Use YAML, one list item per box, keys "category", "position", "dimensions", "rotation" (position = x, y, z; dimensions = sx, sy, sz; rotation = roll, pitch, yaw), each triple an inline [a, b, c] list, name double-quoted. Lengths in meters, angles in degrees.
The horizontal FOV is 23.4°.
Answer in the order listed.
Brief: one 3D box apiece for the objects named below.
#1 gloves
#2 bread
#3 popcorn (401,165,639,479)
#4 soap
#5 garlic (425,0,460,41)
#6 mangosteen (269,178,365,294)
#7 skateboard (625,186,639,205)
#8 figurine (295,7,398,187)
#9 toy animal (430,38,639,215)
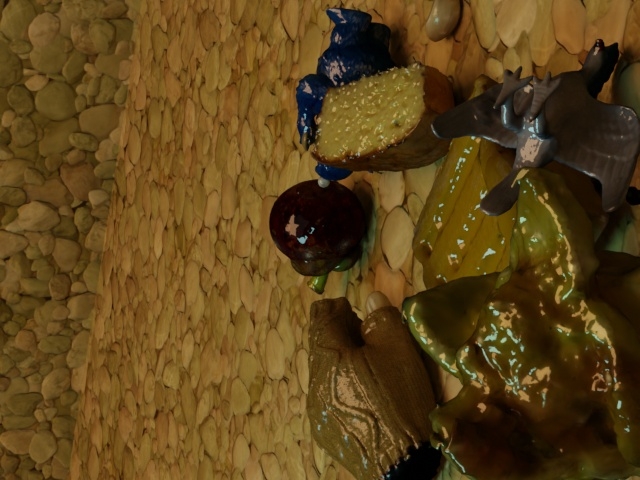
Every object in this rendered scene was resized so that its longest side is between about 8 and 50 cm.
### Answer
- category: "gloves"
  position: [0.061, 0.212, 2.199]
  dimensions: [0.356, 0.155, 0.203]
  rotation: [-110, 35, -46]
- category: "bread"
  position: [0.109, -0.160, 2.132]
  dimensions: [0.260, 0.134, 0.129]
  rotation: [-7, 70, 52]
- category: "popcorn"
  position: [0.249, 0.108, 1.613]
  dimensions: [0.326, 0.290, 0.321]
  rotation: [5, 81, 37]
- category: "soap"
  position: [0.223, -0.016, 1.854]
  dimensions: [0.259, 0.143, 0.281]
  rotation: [-105, 29, -42]
- category: "garlic"
  position: [0.169, -0.316, 2.122]
  dimensions: [0.053, 0.041, 0.083]
  rotation: [-175, 94, -79]
- category: "mangosteen"
  position: [0.007, -0.005, 2.376]
  dimensions: [0.146, 0.156, 0.181]
  rotation: [-11, 109, 41]
- category: "skateboard"
  position: [0.387, -0.075, 1.595]
  dimensions: [0.080, 0.067, 0.151]
  rotation: [57, 136, 38]
- category: "figurine"
  position: [0.046, -0.207, 2.262]
  dimensions: [0.121, 0.164, 0.262]
  rotation: [9, 98, 50]
- category: "toy animal"
  position: [0.258, -0.125, 1.688]
  dimensions: [0.239, 0.176, 0.255]
  rotation: [26, 85, 36]
